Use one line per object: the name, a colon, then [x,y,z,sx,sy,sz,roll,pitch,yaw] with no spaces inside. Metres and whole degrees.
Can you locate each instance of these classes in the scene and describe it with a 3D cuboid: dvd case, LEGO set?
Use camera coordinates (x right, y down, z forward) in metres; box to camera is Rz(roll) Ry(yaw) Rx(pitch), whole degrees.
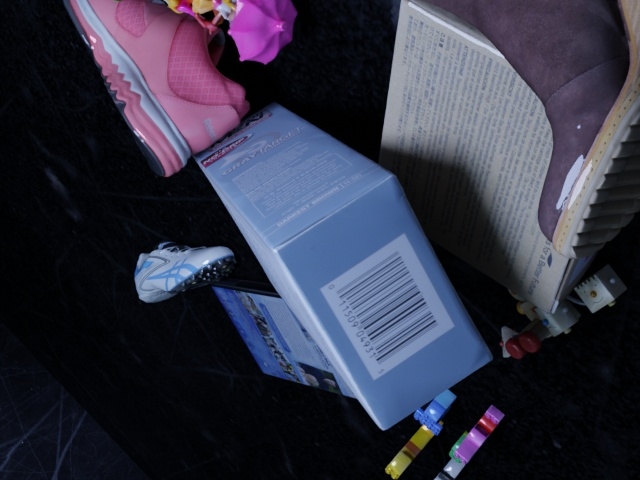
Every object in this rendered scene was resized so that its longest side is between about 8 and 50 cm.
dvd case: [-0.041,0.134,1.369,0.253,0.022,0.180,5,130,51]
LEGO set: [0.138,0.266,1.218,0.087,0.093,0.227,38,150,16]

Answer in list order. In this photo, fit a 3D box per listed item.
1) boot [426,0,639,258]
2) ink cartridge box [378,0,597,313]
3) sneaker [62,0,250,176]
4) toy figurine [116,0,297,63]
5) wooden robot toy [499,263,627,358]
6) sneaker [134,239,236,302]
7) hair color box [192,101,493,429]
boot: [0.142,-0.134,0.634,0.207,0.090,0.248,28,104,37]
ink cartridge box: [0.150,-0.080,0.777,0.193,0.088,0.234,33,146,21]
sneaker: [-0.175,-0.205,1.048,0.314,0.136,0.116,58,172,30]
toy figurine: [-0.097,-0.228,0.925,0.159,0.130,0.173,38,173,-2]
wooden robot toy: [0.199,0.055,0.908,0.079,0.076,0.173,56,152,7]
sneaker: [-0.205,0.035,1.411,0.237,0.085,0.086,-18,86,52]
hair color box: [0.000,0.000,0.906,0.185,0.113,0.374,60,173,-23]
